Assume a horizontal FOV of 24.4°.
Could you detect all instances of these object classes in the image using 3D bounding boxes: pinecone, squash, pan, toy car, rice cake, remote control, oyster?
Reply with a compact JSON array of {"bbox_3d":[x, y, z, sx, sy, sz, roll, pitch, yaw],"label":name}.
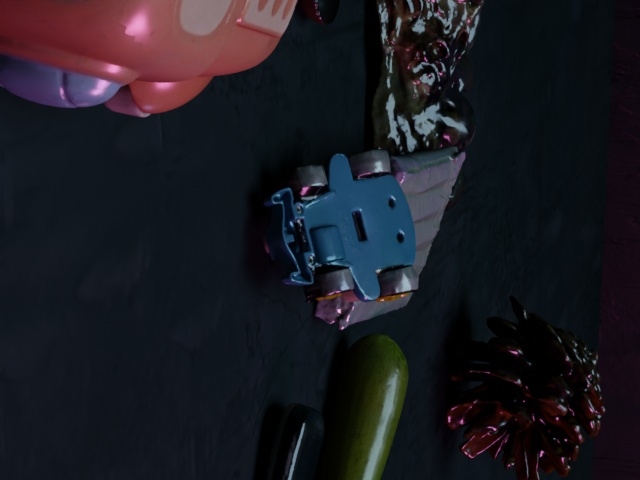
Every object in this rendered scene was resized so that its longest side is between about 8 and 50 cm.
[{"bbox_3d":[0.250,0.190,1.826,0.201,0.202,0.229,-58,177,-9],"label":"pinecone"},{"bbox_3d":[0.038,0.182,1.371,0.066,0.066,0.201,55,44,-63],"label":"squash"},{"bbox_3d":[0.002,-0.235,1.224,0.068,0.023,0.115,15,83,-71],"label":"pan"},{"bbox_3d":[0.000,0.000,1.212,0.161,0.098,0.126,-12,85,-45],"label":"toy car"},{"bbox_3d":[-0.094,-0.168,0.739,0.270,0.181,0.212,-3,107,-72],"label":"toy car"},{"bbox_3d":[0.068,-0.005,1.376,0.198,0.037,0.189,-24,138,-63],"label":"rice cake"},{"bbox_3d":[-0.030,0.245,1.220,0.072,0.042,0.222,39,58,-71],"label":"remote control"},{"bbox_3d":[0.117,-0.181,1.491,0.221,0.096,0.361,-48,141,-72],"label":"oyster"}]
